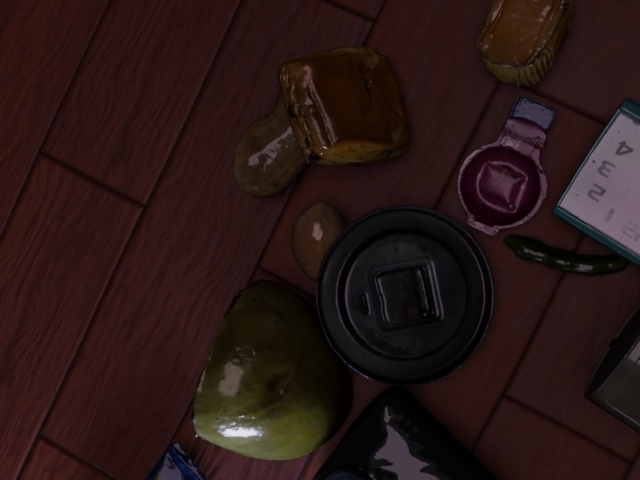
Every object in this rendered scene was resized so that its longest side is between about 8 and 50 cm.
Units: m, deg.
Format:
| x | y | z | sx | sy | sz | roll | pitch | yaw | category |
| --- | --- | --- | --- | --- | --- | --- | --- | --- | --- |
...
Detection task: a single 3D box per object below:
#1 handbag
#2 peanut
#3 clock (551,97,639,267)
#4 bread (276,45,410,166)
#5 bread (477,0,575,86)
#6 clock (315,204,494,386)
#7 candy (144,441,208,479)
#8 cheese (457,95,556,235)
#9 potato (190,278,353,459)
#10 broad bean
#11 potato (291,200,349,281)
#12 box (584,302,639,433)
| x | y | z | sx | sy | sz | roll | pitch | yaw | category |
| --- | --- | --- | --- | --- | --- | --- | --- | --- | --- |
| 0.139 | 0.440 | 1.569 | 0.302 | 0.178 | 0.275 | 44 | 98 | 10 | handbag |
| -0.064 | -0.192 | 1.653 | 0.253 | 0.122 | 0.137 | -49 | 52 | 5 | peanut |
| 0.555 | -0.074 | 1.522 | 0.262 | 0.116 | 0.231 | 33 | 101 | 12 | clock |
| 0.049 | -0.232 | 1.579 | 0.099 | 0.235 | 0.210 | -24 | 82 | 48 | bread |
| 0.352 | -0.362 | 1.568 | 0.132 | 0.114 | 0.190 | 28 | 87 | 22 | bread |
| 0.143 | 0.095 | 1.582 | 0.313 | 0.061 | 0.312 | 0 | 87 | -7 | clock |
| -0.313 | 0.552 | 1.725 | 0.187 | 0.077 | 0.331 | 46 | 101 | 12 | candy |
| 0.326 | -0.127 | 1.594 | 0.155 | 0.062 | 0.244 | 23 | 93 | 11 | cheese |
| -0.070 | 0.247 | 1.571 | 0.213 | 0.280 | 0.330 | 15 | 91 | 15 | potato |
| 0.427 | 0.027 | 1.579 | 0.227 | 0.039 | 0.069 | 6 | 57 | 9 | broad bean |
| 0.000 | 0.003 | 1.648 | 0.112 | 0.112 | 0.147 | -7 | 93 | 13 | potato |
| 0.543 | 0.197 | 1.455 | 0.149 | 0.226 | 0.226 | 33 | 96 | 11 | box |
